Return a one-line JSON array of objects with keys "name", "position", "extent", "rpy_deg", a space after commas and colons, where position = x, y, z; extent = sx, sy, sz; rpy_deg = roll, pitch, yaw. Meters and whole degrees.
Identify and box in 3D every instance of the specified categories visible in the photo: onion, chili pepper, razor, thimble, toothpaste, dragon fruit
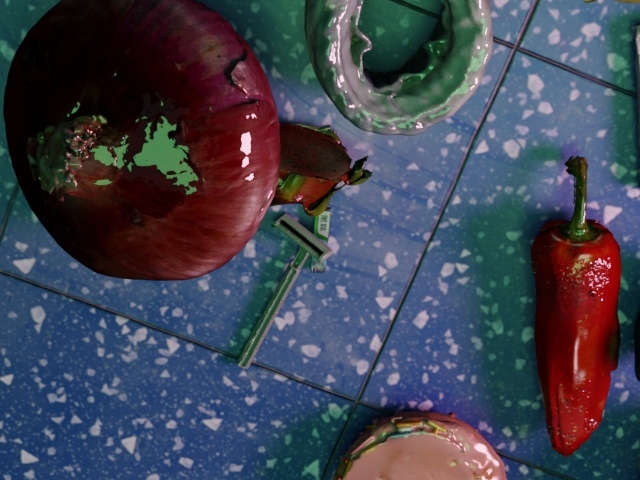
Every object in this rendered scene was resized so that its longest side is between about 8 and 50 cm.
[{"name": "onion", "position": [-0.221, -0.109, 1.474], "extent": [0.347, 0.285, 0.348], "rpy_deg": [7, 106, 26]}, {"name": "chili pepper", "position": [0.311, 0.091, 1.645], "extent": [0.110, 0.110, 0.388], "rpy_deg": [-2, 113, 2]}, {"name": "razor", "position": [-0.056, 0.074, 1.686], "extent": [0.084, 0.036, 0.211], "rpy_deg": [40, 119, 26]}, {"name": "thimble", "position": [0.086, -0.250, 1.501], "extent": [0.205, 0.172, 0.250], "rpy_deg": [6, 112, -6]}, {"name": "toothpaste", "position": [0.000, 0.000, 1.666], "extent": [0.020, 0.017, 0.083], "rpy_deg": [5, 110, 0]}, {"name": "dragon fruit", "position": [-0.044, -0.085, 1.596], "extent": [0.175, 0.138, 0.142], "rpy_deg": [-38, 82, 34]}]

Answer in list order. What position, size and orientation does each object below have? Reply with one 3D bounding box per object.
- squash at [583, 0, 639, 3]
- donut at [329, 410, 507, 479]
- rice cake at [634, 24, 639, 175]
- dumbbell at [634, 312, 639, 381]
[{"name": "squash", "position": [0.468, -0.329, 1.493], "extent": [0.370, 0.118, 0.118], "rpy_deg": [-14, 109, 10]}, {"name": "donut", "position": [0.117, 0.310, 1.737], "extent": [0.233, 0.085, 0.199], "rpy_deg": [-33, 106, 12]}, {"name": "rice cake", "position": [0.429, -0.163, 1.589], "extent": [0.124, 0.038, 0.211], "rpy_deg": [-11, 109, 5]}, {"name": "dumbbell", "position": [0.549, 0.138, 1.639], "extent": [0.316, 0.156, 0.144], "rpy_deg": [14, 80, -4]}]
